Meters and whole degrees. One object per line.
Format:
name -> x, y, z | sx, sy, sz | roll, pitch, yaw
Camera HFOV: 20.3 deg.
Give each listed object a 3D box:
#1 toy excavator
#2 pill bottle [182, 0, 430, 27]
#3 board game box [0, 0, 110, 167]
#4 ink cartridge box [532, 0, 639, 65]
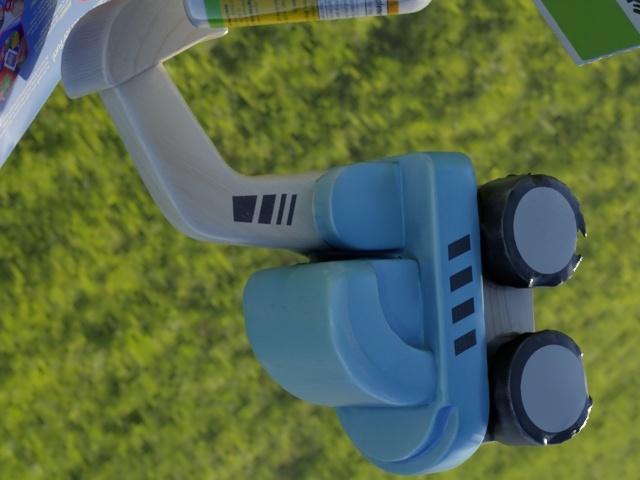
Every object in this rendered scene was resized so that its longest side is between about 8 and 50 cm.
toy excavator -> 0.000, 0.000, 1.580 | 0.445, 0.433, 0.222 | -3, 178, -37
pill bottle -> 0.016, -0.238, 1.371 | 0.246, 0.136, 0.136 | -4, 145, 2
board game box -> -0.246, -0.252, 1.492 | 0.233, 0.078, 0.347 | 91, 17, -44
ink cartridge box -> 0.206, -0.184, 1.165 | 0.255, 0.189, 0.097 | -17, 154, -26
